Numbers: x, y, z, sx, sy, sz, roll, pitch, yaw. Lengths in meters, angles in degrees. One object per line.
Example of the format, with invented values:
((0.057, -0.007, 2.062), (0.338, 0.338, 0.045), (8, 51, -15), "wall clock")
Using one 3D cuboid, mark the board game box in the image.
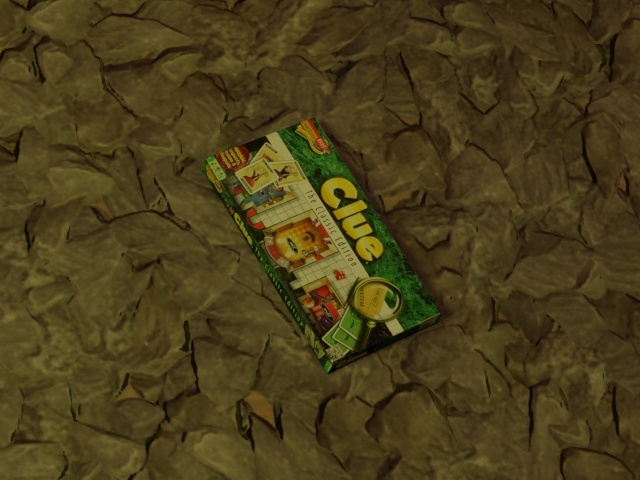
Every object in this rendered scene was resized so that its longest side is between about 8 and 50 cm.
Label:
((0.000, 0.000, 1.683), (0.136, 0.030, 0.260), (-23, 68, -27), "board game box")
